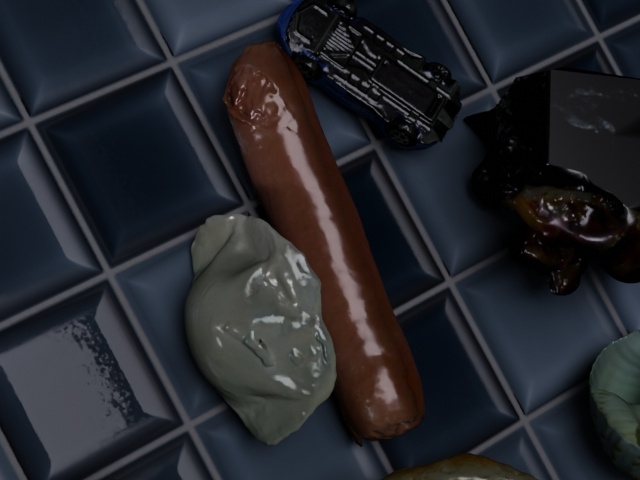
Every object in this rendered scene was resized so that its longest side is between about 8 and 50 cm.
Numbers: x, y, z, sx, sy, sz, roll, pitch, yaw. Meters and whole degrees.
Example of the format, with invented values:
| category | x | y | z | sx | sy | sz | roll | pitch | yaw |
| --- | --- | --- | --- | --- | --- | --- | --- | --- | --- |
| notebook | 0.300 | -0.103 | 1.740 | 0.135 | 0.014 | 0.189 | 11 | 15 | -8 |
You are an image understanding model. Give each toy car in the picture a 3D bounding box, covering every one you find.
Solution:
| category | x | y | z | sx | sy | sz | roll | pitch | yaw |
| --- | --- | --- | --- | --- | --- | --- | --- | --- | --- |
| toy car | 0.047 | -0.176 | 1.672 | 0.216 | 0.063 | 0.103 | 34 | 65 | -5 |

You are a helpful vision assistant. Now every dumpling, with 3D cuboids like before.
| category | x | y | z | sx | sy | sz | roll | pitch | yaw |
| --- | --- | --- | --- | --- | --- | --- | --- | --- | --- |
| dumpling | -0.052 | 0.076 | 1.514 | 0.124 | 0.151 | 0.229 | -12 | 79 | -53 |

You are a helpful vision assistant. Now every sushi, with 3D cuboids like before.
| category | x | y | z | sx | sy | sz | roll | pitch | yaw |
| --- | --- | --- | --- | --- | --- | --- | --- | --- | --- |
| sushi | 0.285 | -0.051 | 1.651 | 0.215 | 0.227 | 0.212 | 4 | 81 | -17 |

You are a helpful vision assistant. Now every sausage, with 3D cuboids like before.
| category | x | y | z | sx | sy | sz | roll | pitch | yaw |
| --- | --- | --- | --- | --- | --- | --- | --- | --- | --- |
| sausage | 0.000 | 0.000 | 1.585 | 0.094 | 0.094 | 0.419 | -19 | 84 | -23 |

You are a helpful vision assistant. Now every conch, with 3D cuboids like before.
| category | x | y | z | sx | sy | sz | roll | pitch | yaw |
| --- | --- | --- | --- | --- | --- | --- | --- | --- | --- |
| conch | 0.371 | 0.194 | 1.674 | 0.172 | 0.131 | 0.200 | -14 | 39 | -4 |

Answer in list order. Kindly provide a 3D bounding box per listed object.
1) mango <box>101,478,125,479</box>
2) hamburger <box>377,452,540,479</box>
| category | x | y | z | sx | sy | sz | roll | pitch | yaw |
| --- | --- | --- | --- | --- | --- | --- | --- | --- | --- |
| mango | -0.206 | 0.364 | 1.374 | 0.193 | 0.146 | 0.316 | 14 | 85 | -18 |
| hamburger | 0.120 | 0.354 | 1.502 | 0.319 | 0.158 | 0.318 | 6 | 74 | -21 |
